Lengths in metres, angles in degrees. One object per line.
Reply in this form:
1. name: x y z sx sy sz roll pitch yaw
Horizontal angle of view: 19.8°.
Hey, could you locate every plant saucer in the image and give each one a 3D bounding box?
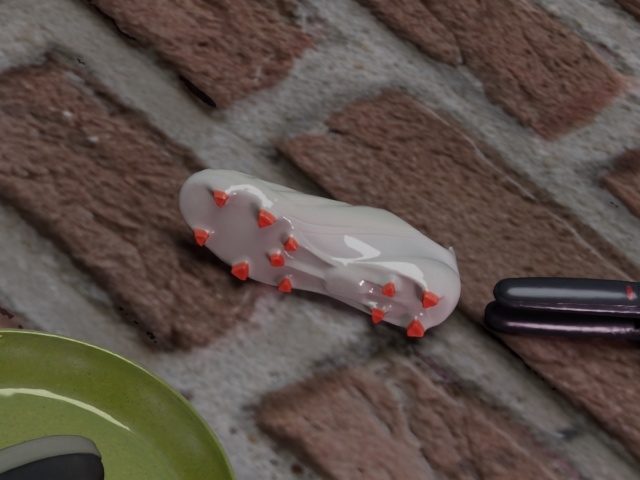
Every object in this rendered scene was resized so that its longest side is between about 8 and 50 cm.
1. plant saucer: -0.163 0.150 1.001 0.241 0.037 0.241 10 43 -10

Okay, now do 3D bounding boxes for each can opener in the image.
1. can opener: 0.203 0.049 1.228 0.186 0.059 0.073 11 44 -10

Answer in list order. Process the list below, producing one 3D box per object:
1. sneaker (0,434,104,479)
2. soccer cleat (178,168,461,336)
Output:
1. sneaker: -0.174 0.182 0.894 0.222 0.083 0.118 -24 77 -45
2. soccer cleat: 0.000 0.000 1.202 0.196 0.068 0.076 24 37 -7
